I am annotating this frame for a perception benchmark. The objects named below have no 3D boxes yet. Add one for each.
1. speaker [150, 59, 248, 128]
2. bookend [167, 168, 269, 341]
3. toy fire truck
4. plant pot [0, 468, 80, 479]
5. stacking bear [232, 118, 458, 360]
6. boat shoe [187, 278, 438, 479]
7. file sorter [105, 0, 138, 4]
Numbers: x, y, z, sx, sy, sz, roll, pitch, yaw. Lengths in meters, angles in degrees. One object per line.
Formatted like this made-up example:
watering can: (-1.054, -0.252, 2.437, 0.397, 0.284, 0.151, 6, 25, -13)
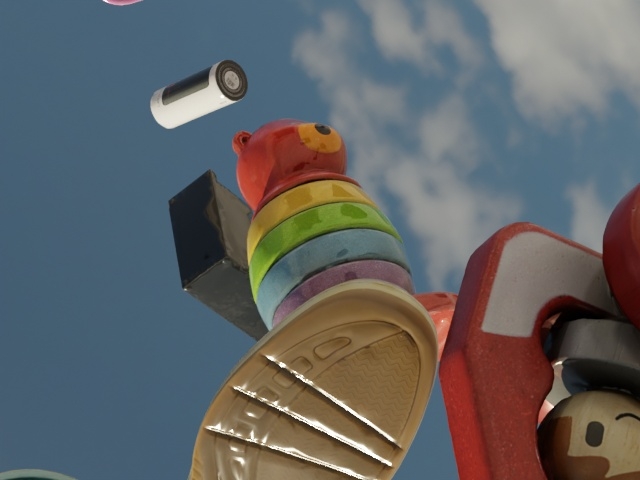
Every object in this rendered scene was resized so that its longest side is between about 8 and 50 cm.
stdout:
speaker: (-0.156, -0.185, 1.924, 0.055, 0.136, 0.055, 14, -111, -41)
bookend: (-0.100, 0.022, 1.824, 0.156, 0.072, 0.157, 38, -155, -39)
toy fire truck: (0.201, 0.123, 0.780, 0.302, 0.169, 0.254, 24, -121, -9)
plant pot: (-0.277, 0.349, 1.167, 0.271, 0.255, 0.272, 32, -138, -35)
stacking bear: (0.000, 0.000, 1.457, 0.175, 0.164, 0.289, 2, -131, -30)
boat shoe: (-0.026, 0.141, 1.014, 0.121, 0.341, 0.110, 31, -148, -4)
file sorter: (-0.158, -0.348, 1.454, 0.291, 0.202, 0.182, -117, 9, -73)
